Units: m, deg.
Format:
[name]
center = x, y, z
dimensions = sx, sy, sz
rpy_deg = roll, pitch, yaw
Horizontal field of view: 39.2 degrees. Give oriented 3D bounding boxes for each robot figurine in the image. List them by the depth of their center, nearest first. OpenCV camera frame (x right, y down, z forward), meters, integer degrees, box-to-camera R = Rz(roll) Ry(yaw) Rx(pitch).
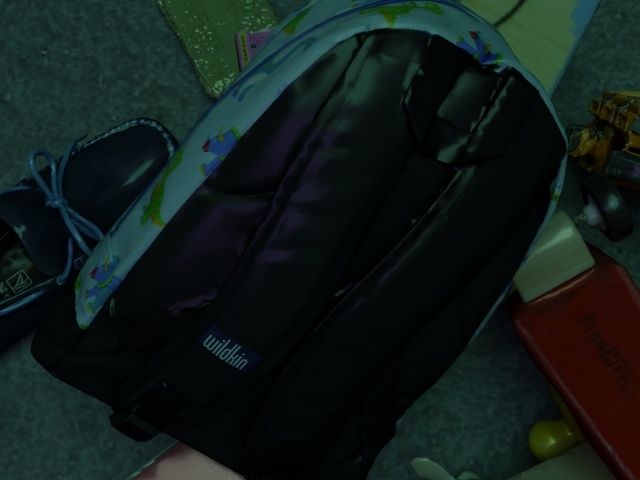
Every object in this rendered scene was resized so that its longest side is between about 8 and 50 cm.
[robot figurine]
center = 0.370, -0.074, 0.825
dimensions = 0.291, 0.211, 0.085
rpy_deg = 12, 106, -5

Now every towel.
[towel]
center = -0.098, -0.224, 0.956
dimensions = 0.110, 0.027, 0.148
rpy_deg = -27, 74, -8

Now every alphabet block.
[alphabet block]
center = 0.136, -0.186, 0.857
dimensions = 0.197, 0.193, 0.192
rpy_deg = 27, 74, 8

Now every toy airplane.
[toy airplane]
center = 0.266, 0.162, 0.709
dimensions = 0.386, 0.272, 0.384
rpy_deg = 8, 56, 37

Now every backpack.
[backpack]
center = 0.009, -0.017, 0.660
dimensions = 0.290, 0.355, 0.273
rpy_deg = 29, 34, -14

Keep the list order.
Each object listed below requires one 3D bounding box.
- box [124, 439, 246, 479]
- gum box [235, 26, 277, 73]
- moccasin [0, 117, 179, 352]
[box]
center = -0.062, 0.278, 0.739
dimensions = 0.127, 0.148, 0.232
rpy_deg = -38, 77, -10
[gum box]
center = -0.036, -0.111, 0.836
dimensions = 0.062, 0.188, 0.107
rpy_deg = -10, 74, -3
[moccasin]
center = -0.262, 0.010, 0.839
dimensions = 0.138, 0.117, 0.342
rpy_deg = 40, 77, 11
